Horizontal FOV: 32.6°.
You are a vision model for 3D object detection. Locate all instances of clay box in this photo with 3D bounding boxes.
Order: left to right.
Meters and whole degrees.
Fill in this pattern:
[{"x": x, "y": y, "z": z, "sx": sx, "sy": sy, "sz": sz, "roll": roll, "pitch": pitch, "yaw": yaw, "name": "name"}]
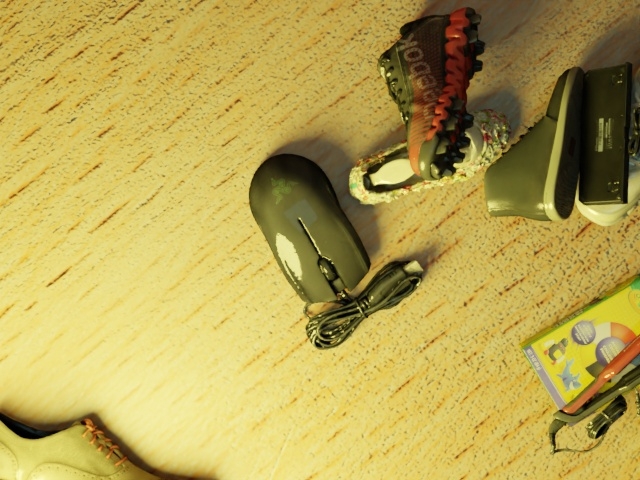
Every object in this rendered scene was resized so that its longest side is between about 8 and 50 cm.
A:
[{"x": 0.399, "y": 0.142, "z": 1.493, "sx": 0.222, "sy": 0.053, "sz": 0.127, "roll": -32, "pitch": 91, "yaw": 5, "name": "clay box"}]

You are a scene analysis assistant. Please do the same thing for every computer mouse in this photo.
[{"x": 0.000, "y": 0.000, "z": 1.504, "sx": 0.188, "sy": 0.072, "sz": 0.272, "roll": -34, "pitch": 89, "yaw": 5, "name": "computer mouse"}]

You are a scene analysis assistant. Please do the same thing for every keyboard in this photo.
[{"x": 0.380, "y": -0.136, "z": 1.408, "sx": 0.023, "sy": 0.108, "sz": 0.180, "roll": 3, "pitch": 88, "yaw": -31, "name": "keyboard"}]

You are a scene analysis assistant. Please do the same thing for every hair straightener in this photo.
[{"x": 0.395, "y": 0.212, "z": 1.447, "sx": 0.089, "sy": 0.047, "sz": 0.230, "roll": 45, "pitch": 95, "yaw": -3, "name": "hair straightener"}]

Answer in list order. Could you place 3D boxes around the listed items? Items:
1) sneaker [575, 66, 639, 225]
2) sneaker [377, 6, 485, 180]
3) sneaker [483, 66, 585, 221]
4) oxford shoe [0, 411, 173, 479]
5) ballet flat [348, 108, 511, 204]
[{"x": 0.423, "y": -0.158, "z": 1.445, "sx": 0.110, "sy": 0.118, "sz": 0.292, "roll": 29, "pitch": 93, "yaw": 16, "name": "sneaker"}, {"x": 0.135, "y": -0.192, "z": 1.440, "sx": 0.135, "sy": 0.098, "sz": 0.276, "roll": 3, "pitch": 57, "yaw": 16, "name": "sneaker"}, {"x": 0.291, "y": -0.134, "z": 1.480, "sx": 0.118, "sy": 0.083, "sz": 0.222, "roll": 2, "pitch": 67, "yaw": 39, "name": "sneaker"}, {"x": -0.314, "y": 0.317, "z": 1.510, "sx": 0.348, "sy": 0.123, "sz": 0.130, "roll": 9, "pitch": 87, "yaw": 2, "name": "oxford shoe"}, {"x": 0.152, "y": -0.109, "z": 1.490, "sx": 0.240, "sy": 0.077, "sz": 0.091, "roll": -25, "pitch": 91, "yaw": 3, "name": "ballet flat"}]
